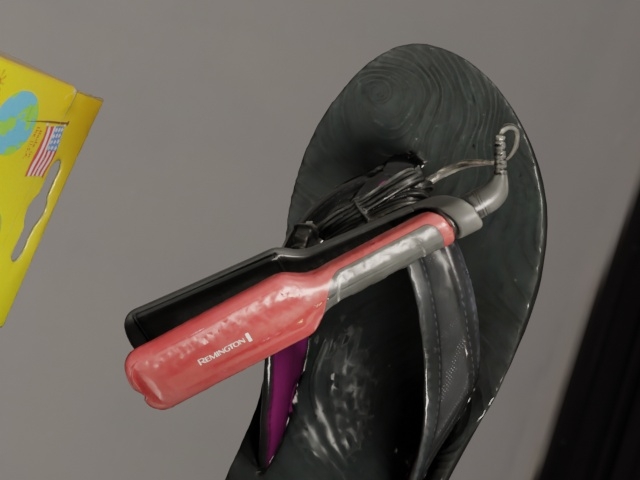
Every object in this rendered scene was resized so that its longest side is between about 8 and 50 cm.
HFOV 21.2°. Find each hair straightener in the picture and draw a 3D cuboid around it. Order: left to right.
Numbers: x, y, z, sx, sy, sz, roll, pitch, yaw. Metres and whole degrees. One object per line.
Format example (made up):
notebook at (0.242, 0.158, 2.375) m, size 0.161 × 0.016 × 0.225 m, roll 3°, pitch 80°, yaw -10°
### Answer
hair straightener at (0.000, 0.000, 0.873) m, size 0.047 × 0.230 × 0.089 m, roll 54°, pitch -171°, yaw -27°

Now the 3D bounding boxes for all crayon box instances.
crayon box at (-0.290, -0.050, 1.171) m, size 0.081 × 0.202 × 0.318 m, roll 26°, pitch -177°, yaw 22°

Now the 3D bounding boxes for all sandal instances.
sandal at (0.027, 0.088, 1.036) m, size 0.168 × 0.445 × 0.107 m, roll 14°, pitch 171°, yaw 12°
